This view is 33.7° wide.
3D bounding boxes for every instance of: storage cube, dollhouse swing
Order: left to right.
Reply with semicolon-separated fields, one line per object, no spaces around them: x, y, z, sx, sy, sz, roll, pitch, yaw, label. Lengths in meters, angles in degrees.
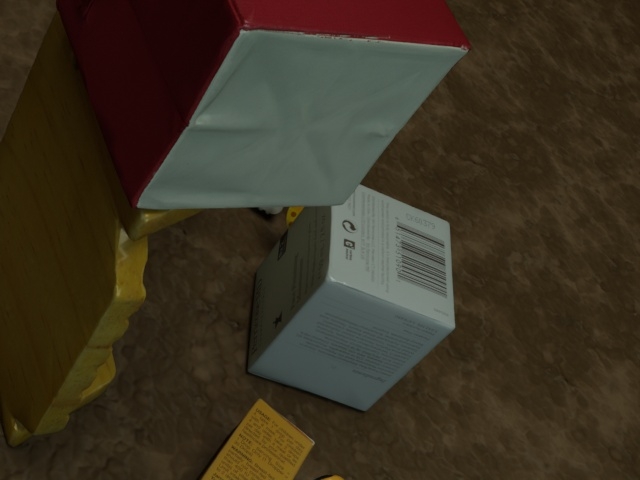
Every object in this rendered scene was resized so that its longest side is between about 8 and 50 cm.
-0.129;-0.028;0.977;0.305;0.347;0.315;-1;54;-37;dollhouse swing
-0.050;-0.150;0.740;0.215;0.183;0.193;-3;57;-38;storage cube

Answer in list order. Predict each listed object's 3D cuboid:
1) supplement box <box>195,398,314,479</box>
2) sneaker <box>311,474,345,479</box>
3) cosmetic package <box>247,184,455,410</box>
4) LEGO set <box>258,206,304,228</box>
-0.092;0.253;0.954;0.080;0.078;0.233;36;42;-2;supplement box
-0.024;0.301;0.955;0.084;0.083;0.214;28;43;-13;sneaker
0.031;0.060;1.132;0.151;0.183;0.151;22;44;-19;cosmetic package
0.000;0.000;1.252;0.227;0.093;0.087;29;11;-3;LEGO set
